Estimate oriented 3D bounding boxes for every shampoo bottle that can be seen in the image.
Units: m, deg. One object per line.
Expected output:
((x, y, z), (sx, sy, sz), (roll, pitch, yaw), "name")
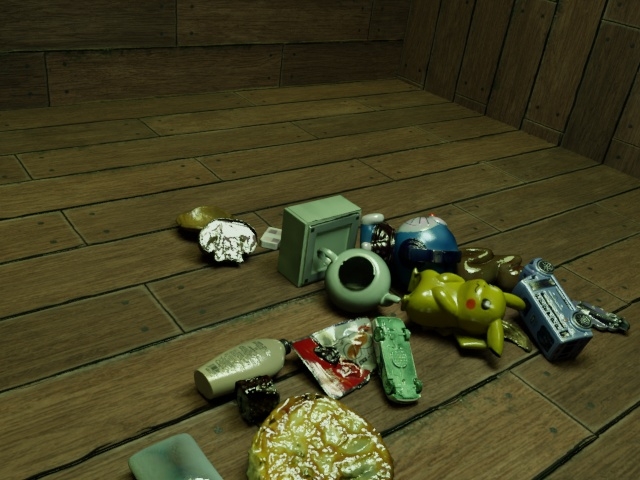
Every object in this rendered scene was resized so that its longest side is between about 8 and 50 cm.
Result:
((-0.176, 0.298, 1.476), (0.257, 0.078, 0.127), (-19, 36, -39), "shampoo bottle")

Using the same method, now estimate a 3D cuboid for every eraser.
((-0.162, -0.007, 2.077), (0.065, 0.026, 0.105), (14, 29, 6), "eraser")

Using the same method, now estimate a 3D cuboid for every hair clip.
((0.857, 0.228, 1.894), (0.124, 0.052, 0.195), (-13, 30, -43), "hair clip")

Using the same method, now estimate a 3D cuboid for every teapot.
((0.106, 0.111, 1.771), (0.294, 0.129, 0.193), (35, 73, 18), "teapot")

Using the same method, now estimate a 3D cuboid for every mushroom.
((-0.298, 0.003, 1.940), (0.188, 0.141, 0.117), (2, -4, -18), "mushroom")

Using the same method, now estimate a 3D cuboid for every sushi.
((-0.142, 0.349, 1.374), (0.084, 0.098, 0.094), (-6, 28, -29), "sushi")

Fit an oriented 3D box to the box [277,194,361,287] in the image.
((0.000, 0.000, 1.900), (0.225, 0.224, 0.117), (-16, 37, -36), "box")

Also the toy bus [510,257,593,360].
((0.646, 0.193, 1.761), (0.133, 0.125, 0.292), (-8, 50, -16), "toy bus")

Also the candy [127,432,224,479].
((-0.276, 0.454, 1.180), (0.138, 0.071, 0.174), (-16, 36, -36), "candy")

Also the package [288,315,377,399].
((0.070, 0.288, 1.576), (0.269, 0.071, 0.194), (-25, 49, -35), "package")

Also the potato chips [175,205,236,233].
((-0.382, -0.058, 2.061), (0.208, 0.061, 0.195), (3, 22, 7), "potato chips")

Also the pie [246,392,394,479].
((0.003, 0.452, 1.246), (0.315, 0.092, 0.315), (9, 32, -6), "pie")

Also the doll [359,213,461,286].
((0.283, 0.033, 1.912), (0.310, 0.240, 0.284), (3, 1, 13), "doll")

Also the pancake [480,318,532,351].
((0.503, 0.270, 1.759), (0.191, 0.020, 0.184), (-9, 34, -26), "pancake")

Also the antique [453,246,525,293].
((0.541, 0.107, 1.959), (0.257, 0.121, 0.143), (11, 37, 5), "antique")

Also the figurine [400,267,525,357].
((0.388, 0.190, 1.700), (0.327, 0.169, 0.218), (6, 42, 23), "figurine")

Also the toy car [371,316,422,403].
((0.182, 0.301, 1.528), (0.090, 0.076, 0.224), (7, 57, -26), "toy car")
